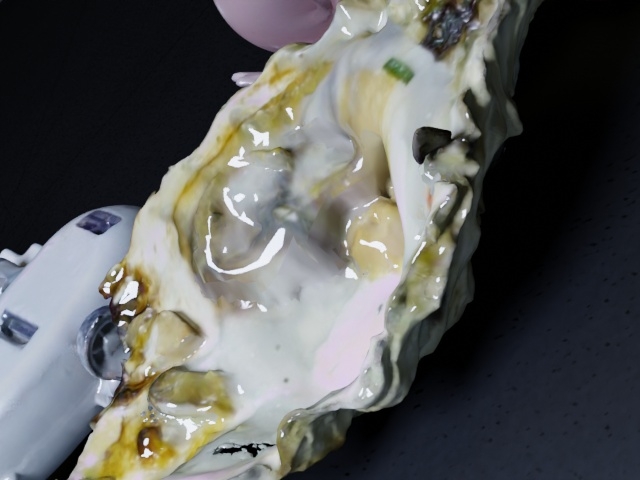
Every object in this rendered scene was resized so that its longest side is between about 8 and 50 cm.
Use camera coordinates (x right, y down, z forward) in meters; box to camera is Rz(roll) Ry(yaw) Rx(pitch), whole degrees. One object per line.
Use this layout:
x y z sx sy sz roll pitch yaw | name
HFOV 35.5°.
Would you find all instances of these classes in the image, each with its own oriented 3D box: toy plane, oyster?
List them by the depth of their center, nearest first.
0.003 0.003 0.488 0.354 0.107 0.201 -48 38 18 | oyster
-0.170 0.086 0.650 0.244 0.117 0.245 -18 47 21 | toy plane

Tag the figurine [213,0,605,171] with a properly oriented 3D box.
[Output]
0.048 -0.158 0.619 0.287 0.186 0.176 35 126 42 | figurine
